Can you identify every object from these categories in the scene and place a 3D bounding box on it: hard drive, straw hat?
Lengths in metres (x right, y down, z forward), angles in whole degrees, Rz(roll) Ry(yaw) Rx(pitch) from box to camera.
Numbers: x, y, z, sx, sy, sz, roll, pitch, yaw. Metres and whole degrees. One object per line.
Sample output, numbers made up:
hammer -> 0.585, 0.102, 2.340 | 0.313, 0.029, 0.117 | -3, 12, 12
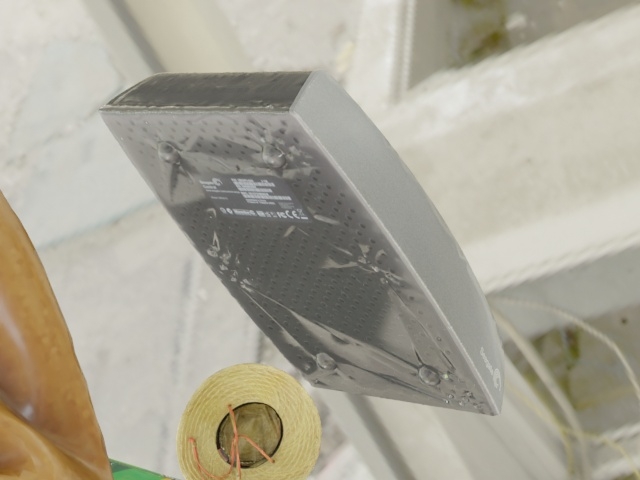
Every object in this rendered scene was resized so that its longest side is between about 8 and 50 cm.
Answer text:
hard drive -> 0.000, 0.000, 0.941 | 0.172, 0.255, 0.054 | 4, 51, 42
straw hat -> -0.067, 0.187, 1.567 | 0.144, 0.061, 0.144 | 0, 88, 5

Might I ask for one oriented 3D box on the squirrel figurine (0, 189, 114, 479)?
squirrel figurine -> -0.187, 0.172, 0.369 | 0.281, 0.370, 0.397 | -27, 83, 6

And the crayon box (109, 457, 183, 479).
crayon box -> -0.196, 0.287, 1.129 | 0.081, 0.165, 0.278 | -23, 51, 55
